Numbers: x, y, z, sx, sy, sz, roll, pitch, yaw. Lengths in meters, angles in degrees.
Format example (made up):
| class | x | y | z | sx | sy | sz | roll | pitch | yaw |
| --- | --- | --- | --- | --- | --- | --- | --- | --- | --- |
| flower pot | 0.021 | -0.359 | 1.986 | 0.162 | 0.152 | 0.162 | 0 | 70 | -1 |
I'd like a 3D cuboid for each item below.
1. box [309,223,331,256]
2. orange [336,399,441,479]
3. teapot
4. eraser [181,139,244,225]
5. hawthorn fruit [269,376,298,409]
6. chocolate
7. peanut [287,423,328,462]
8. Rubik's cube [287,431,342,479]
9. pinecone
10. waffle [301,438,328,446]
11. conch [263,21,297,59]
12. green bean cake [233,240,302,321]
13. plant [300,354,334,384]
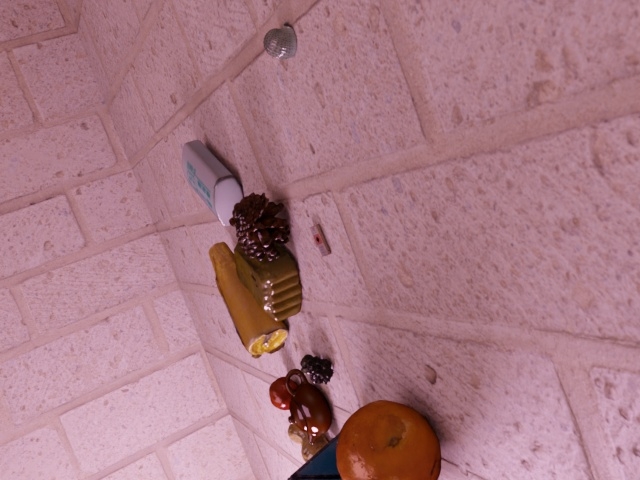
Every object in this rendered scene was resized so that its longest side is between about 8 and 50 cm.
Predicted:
| class | x | y | z | sx | sy | sz | roll | pitch | yaw |
| --- | --- | --- | --- | --- | --- | --- | --- | --- | --- |
| box | 0.000 | 0.000 | 1.658 | 0.083 | 0.012 | 0.046 | 67 | 158 | 0 |
| orange | 0.157 | 0.494 | 1.491 | 0.246 | 0.246 | 0.246 | 47 | 150 | 38 |
| teapot | -0.055 | 0.550 | 2.136 | 0.252 | 0.135 | 0.178 | 66 | 153 | 1 |
| eraser | -0.362 | -0.195 | 2.154 | 0.290 | 0.104 | 0.189 | 44 | 152 | 43 |
| hawthorn fruit | -0.127 | 0.558 | 2.330 | 0.128 | 0.128 | 0.128 | 47 | 150 | 38 |
| chocolate | -0.276 | 0.196 | 2.276 | 0.445 | 0.162 | 0.162 | 56 | 155 | 29 |
| peanut | -0.029 | 0.691 | 2.198 | 0.229 | 0.103 | 0.098 | 44 | 132 | 48 |
| Rubik's cube | 0.081 | 0.723 | 1.785 | 0.260 | 0.259 | 0.254 | 26 | 135 | 36 |
| pinecone | -0.166 | -0.035 | 1.809 | 0.179 | 0.150 | 0.195 | 25 | 134 | 57 |
| waffle | 0.011 | 0.796 | 2.316 | 0.243 | 0.059 | 0.237 | 20 | 129 | 57 |
| conch | -0.090 | -0.429 | 1.405 | 0.076 | 0.057 | 0.085 | 50 | 155 | 8 |
| green bean cake | -0.165 | 0.111 | 1.978 | 0.236 | 0.124 | 0.232 | 43 | 148 | 42 |
| plant | -0.018 | 0.392 | 1.983 | 0.174 | 0.087 | 0.085 | 11 | 86 | 67 |
